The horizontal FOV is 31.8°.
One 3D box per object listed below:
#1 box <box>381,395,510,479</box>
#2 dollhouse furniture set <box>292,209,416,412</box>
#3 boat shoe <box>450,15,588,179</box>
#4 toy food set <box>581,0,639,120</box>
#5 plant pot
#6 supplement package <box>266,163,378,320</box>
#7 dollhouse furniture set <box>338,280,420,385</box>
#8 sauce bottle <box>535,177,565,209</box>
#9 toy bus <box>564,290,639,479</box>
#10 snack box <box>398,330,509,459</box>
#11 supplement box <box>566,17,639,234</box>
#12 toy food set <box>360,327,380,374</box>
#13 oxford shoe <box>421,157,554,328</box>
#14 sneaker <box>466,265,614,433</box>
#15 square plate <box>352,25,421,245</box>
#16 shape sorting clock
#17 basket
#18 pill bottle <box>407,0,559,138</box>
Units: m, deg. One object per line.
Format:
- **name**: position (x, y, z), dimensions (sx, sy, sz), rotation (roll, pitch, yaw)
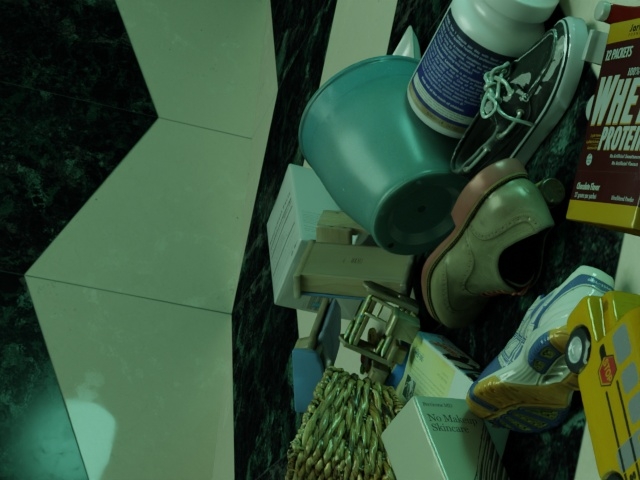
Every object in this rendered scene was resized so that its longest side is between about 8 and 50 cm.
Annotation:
- **box**: position (0.180, 0.334, 1.421), dimensions (0.094, 0.113, 0.275), rotation (-57, 39, 35)
- **dollhouse furniture set**: position (0.074, 0.146, 2.081), dimensions (0.286, 0.198, 0.303), rotation (-66, -21, -59)
- **boat shoe**: position (0.277, -0.201, 1.617), dimensions (0.306, 0.105, 0.113), rotation (119, 158, -49)
- **toy food set**: position (0.354, -0.257, 1.366), dimensions (0.111, 0.104, 0.232), rotation (-130, 53, -72)
- **plant pot**: position (0.131, -0.124, 1.860), dimensions (0.255, 0.271, 0.272), rotation (65, 143, 42)
- **supplement package**: position (0.000, 0.000, 2.371), dimensions (0.293, 0.177, 0.175), rotation (-99, 26, -55)
- **dollhouse furniture set**: position (0.080, 0.179, 1.838), dimensions (0.161, 0.101, 0.182), rotation (-73, 6, -78)
- **sauce bottle**: position (0.294, -0.054, 1.562), dimensions (0.128, 0.042, 0.042), rotation (150, 130, -70)
- **toy bus**: position (0.333, 0.182, 1.088), dimensions (0.130, 0.108, 0.333), rotation (117, 160, -44)
- **snack box**: position (0.188, 0.266, 1.675), dimensions (0.322, 0.060, 0.187), rotation (-139, 62, -74)
- **supplement box**: position (0.359, -0.090, 1.039), dimensions (0.129, 0.191, 0.194), rotation (-161, 84, -75)
- **toy food set**: position (0.095, 0.215, 2.152), dimensions (0.082, 0.020, 0.083), rotation (-92, 21, -44)
- **oxford shoe**: position (0.233, 0.042, 1.576), dimensions (0.130, 0.123, 0.348), rotation (56, 157, 28)
- **sneaker**: position (0.282, 0.139, 1.387), dimensions (0.296, 0.112, 0.131), rotation (-53, 11, 56)
- **square plate**: position (0.132, -0.199, 2.229), dimensions (0.347, 0.049, 0.344), rotation (-92, 26, -49)
- **shape sorting clock**: position (0.131, 0.224, 1.966), dimensions (0.206, 0.040, 0.206), rotation (-158, 90, -82)
- **basket**: position (0.077, 0.356, 1.766), dimensions (0.299, 0.223, 0.213), rotation (96, -164, -49)
- **pill bottle**: position (0.248, -0.294, 1.708), dimensions (0.265, 0.153, 0.153), rotation (117, 159, -45)
